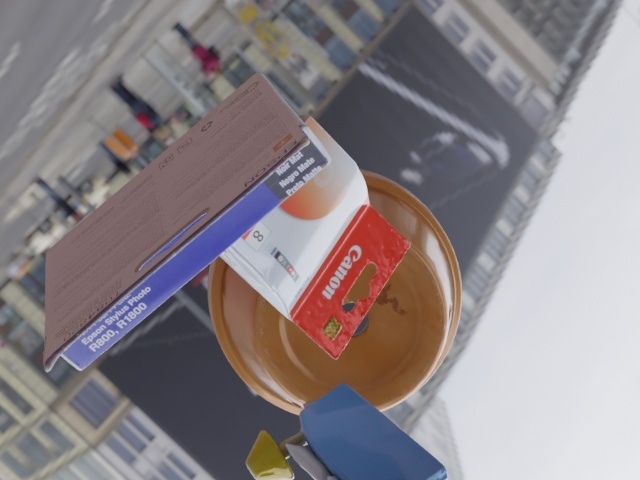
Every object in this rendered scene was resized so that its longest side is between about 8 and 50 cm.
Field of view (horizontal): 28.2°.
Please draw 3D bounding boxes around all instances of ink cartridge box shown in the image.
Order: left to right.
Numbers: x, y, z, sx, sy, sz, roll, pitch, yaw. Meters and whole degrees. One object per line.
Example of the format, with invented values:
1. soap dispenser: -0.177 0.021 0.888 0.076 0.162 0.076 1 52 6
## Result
1. ink cartridge box: -0.096 -0.011 0.878 0.223 0.045 0.224 -40 -160 4
2. ink cartridge box: 0.000 0.000 1.146 0.145 0.179 0.045 -56 -157 -22

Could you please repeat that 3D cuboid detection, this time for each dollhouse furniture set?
1. dollhouse furniture set: 0.043 0.310 0.927 0.198 0.286 0.303 -32 -145 -16

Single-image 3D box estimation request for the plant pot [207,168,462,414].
1. plant pot: 0.021 0.069 1.381 0.291 0.291 0.203 -45 -173 2
